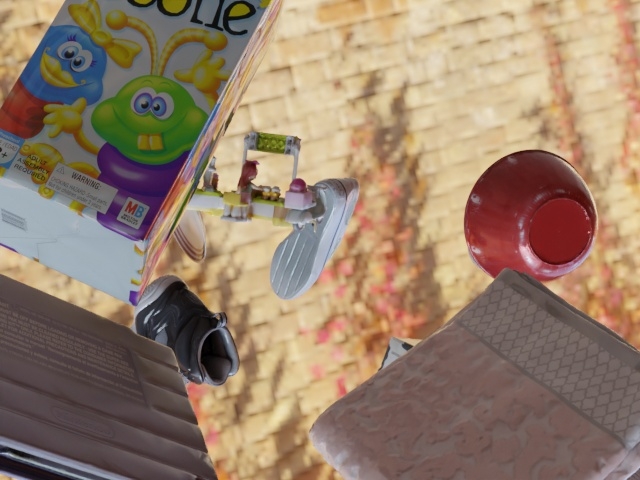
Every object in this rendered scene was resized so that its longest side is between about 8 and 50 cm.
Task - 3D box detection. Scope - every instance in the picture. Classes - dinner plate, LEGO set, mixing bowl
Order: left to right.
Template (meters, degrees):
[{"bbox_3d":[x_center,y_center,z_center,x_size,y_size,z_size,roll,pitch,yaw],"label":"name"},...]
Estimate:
[{"bbox_3d":[-0.194,-0.035,2.121,0.017,0.141,0.141,-22,-170,-21],"label":"dinner plate"},{"bbox_3d":[-0.123,-0.080,1.718,0.287,0.107,0.132,8,-176,17],"label":"LEGO set"},{"bbox_3d":[0.283,-0.019,1.866,0.181,0.181,0.098,-15,-165,-13],"label":"mixing bowl"}]

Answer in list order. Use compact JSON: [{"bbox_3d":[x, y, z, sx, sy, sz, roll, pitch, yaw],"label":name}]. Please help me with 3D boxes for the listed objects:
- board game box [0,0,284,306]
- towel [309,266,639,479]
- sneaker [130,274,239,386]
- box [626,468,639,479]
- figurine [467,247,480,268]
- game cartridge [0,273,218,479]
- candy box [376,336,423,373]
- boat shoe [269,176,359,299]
[{"bbox_3d":[-0.144,-0.114,1.152,0.142,0.275,0.144,24,156,1],"label":"board game box"},{"bbox_3d":[0.183,0.189,1.555,0.317,0.053,0.332,-39,-145,-10],"label":"towel"},{"bbox_3d":[-0.206,0.194,2.087,0.153,0.268,0.101,28,-156,32],"label":"sneaker"},{"bbox_3d":[0.381,0.352,1.859,0.119,0.182,0.181,-51,176,-38],"label":"box"},{"bbox_3d":[0.300,0.071,2.022,0.092,0.215,0.209,-20,162,31],"label":"figurine"},{"bbox_3d":[-0.253,0.141,1.380,0.068,0.230,0.355,-46,135,16],"label":"game cartridge"},{"bbox_3d":[0.202,0.199,2.037,0.159,0.071,0.233,25,-174,31],"label":"candy box"},{"bbox_3d":[0.000,0.000,2.188,0.076,0.083,0.226,-15,146,-43],"label":"boat shoe"}]
